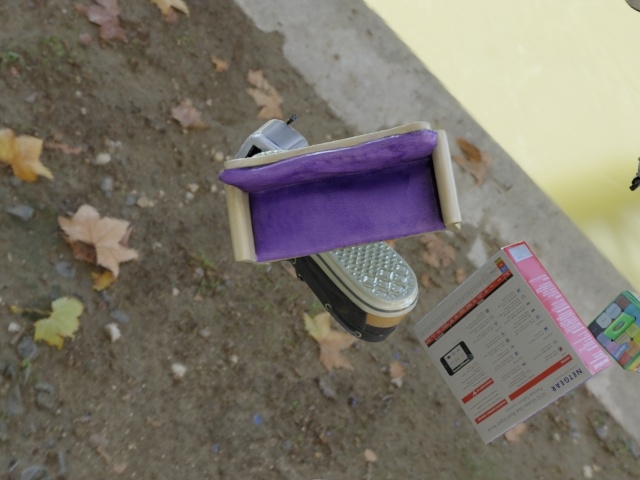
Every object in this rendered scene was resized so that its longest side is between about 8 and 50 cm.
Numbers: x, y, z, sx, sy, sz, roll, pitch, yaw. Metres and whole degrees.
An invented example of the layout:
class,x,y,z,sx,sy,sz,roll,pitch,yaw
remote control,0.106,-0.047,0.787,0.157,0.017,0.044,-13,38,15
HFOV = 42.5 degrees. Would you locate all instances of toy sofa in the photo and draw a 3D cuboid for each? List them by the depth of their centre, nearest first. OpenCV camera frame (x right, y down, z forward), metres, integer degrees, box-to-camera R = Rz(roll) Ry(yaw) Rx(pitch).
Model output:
class,x,y,z,sx,sy,sz,roll,pitch,yaw
toy sofa,0.031,-0.064,1.292,0.177,0.362,0.150,23,58,-74

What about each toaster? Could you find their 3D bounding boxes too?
class,x,y,z,sx,sy,sz,roll,pitch,yaw
toaster,-0.122,-0.172,1.850,0.129,0.227,0.146,37,27,1

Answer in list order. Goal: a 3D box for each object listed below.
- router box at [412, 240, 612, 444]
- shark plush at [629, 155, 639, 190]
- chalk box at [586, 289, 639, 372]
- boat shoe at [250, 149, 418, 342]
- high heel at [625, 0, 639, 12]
class,x,y,z,sx,sy,sz,roll,pitch,yaw
router box,0.383,0.218,1.721,0.082,0.335,0.301,-15,66,-42
shark plush,0.603,-0.127,1.460,0.067,0.161,0.073,5,49,-16
chalk box,0.705,0.206,1.857,0.213,0.132,0.132,15,31,-50
boat shoe,0.000,0.000,1.590,0.186,0.156,0.500,-18,51,-30
high heel,0.716,-0.484,1.665,0.186,0.093,0.261,11,46,-24
